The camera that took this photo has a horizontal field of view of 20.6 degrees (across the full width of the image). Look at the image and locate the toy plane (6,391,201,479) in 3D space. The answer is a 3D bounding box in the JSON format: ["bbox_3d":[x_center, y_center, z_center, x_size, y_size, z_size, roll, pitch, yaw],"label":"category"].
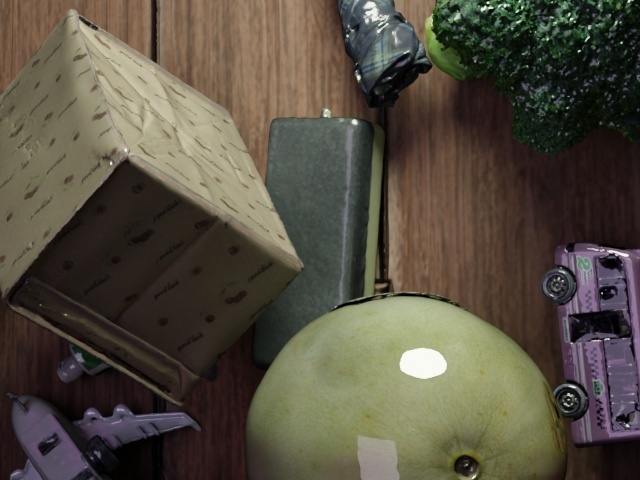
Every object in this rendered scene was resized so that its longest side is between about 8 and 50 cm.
[{"bbox_3d":[-0.253,0.228,1.785,0.251,0.101,0.255,-40,50,-7],"label":"toy plane"}]

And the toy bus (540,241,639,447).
[{"bbox_3d":[0.256,0.088,1.534,0.098,0.087,0.178,-8,84,27],"label":"toy bus"}]

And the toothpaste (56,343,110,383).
[{"bbox_3d":[-0.179,0.068,1.806,0.248,0.047,0.078,-40,54,19],"label":"toothpaste"}]

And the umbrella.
[{"bbox_3d":[0.041,-0.231,1.697,0.080,0.071,0.224,-39,58,30],"label":"umbrella"}]

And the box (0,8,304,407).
[{"bbox_3d":[-0.183,-0.037,1.652,0.190,0.225,0.297,-48,34,13],"label":"box"}]

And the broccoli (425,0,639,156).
[{"bbox_3d":[0.186,-0.195,1.535,0.269,0.269,0.254,-2,79,30],"label":"broccoli"}]

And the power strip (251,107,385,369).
[{"bbox_3d":[0.000,0.000,1.698,0.105,0.070,0.256,3,88,28],"label":"power strip"}]

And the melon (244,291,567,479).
[{"bbox_3d":[0.068,0.177,1.513,0.269,0.330,0.268,0,89,-14],"label":"melon"}]
